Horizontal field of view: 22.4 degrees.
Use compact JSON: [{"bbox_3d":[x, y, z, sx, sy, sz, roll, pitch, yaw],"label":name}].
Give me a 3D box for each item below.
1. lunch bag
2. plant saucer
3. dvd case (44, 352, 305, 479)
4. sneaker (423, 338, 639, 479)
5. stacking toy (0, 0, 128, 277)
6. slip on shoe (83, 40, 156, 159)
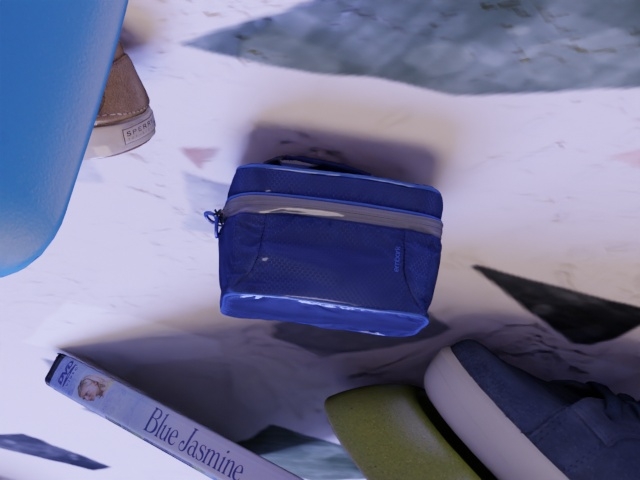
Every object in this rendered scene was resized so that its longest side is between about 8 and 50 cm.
[{"bbox_3d":[0.000,0.000,0.669,0.098,0.065,0.067,8,168,-6],"label":"lunch bag"},{"bbox_3d":[0.103,0.149,0.824,0.037,0.241,0.241,-49,133,6],"label":"plant saucer"},{"bbox_3d":[-0.012,0.136,0.852,0.253,0.022,0.180,20,169,44],"label":"dvd case"},{"bbox_3d":[0.224,0.116,0.811,0.350,0.148,0.131,30,-171,-7],"label":"sneaker"},{"bbox_3d":[-0.177,-0.057,0.529,0.175,0.166,0.302,16,162,-17],"label":"stacking toy"},{"bbox_3d":[-0.127,-0.051,0.624,0.135,0.051,0.041,-2,113,31],"label":"slip on shoe"}]
